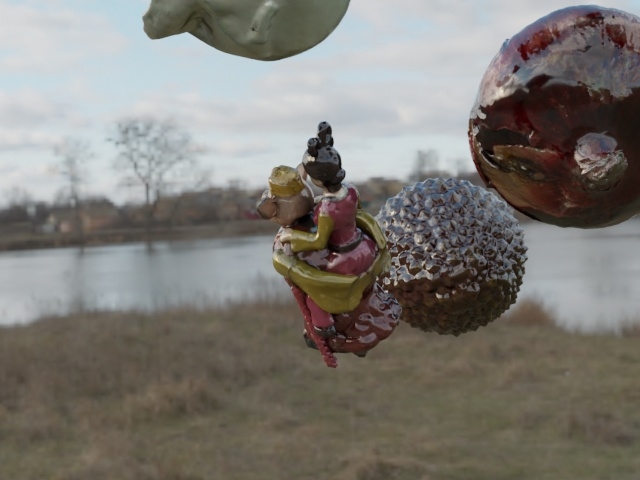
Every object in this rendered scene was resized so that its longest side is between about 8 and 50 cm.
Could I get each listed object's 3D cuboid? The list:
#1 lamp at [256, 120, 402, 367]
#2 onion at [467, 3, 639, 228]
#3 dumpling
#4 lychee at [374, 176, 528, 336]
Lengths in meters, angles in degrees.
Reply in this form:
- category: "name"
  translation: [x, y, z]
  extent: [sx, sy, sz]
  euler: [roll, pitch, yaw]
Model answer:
- category: "lamp"
  translation: [0.000, 0.000, 1.112]
  extent: [0.118, 0.253, 0.118]
  euler: [-16, 32, 11]
- category: "onion"
  translation: [0.291, -0.114, 1.255]
  extent: [0.272, 0.272, 0.195]
  euler: [-3, 33, 15]
- category: "dumpling"
  translation: [-0.056, -0.198, 0.863]
  extent: [0.151, 0.124, 0.229]
  euler: [-15, -1, -33]
- category: "lychee"
  translation: [0.180, 0.026, 1.596]
  extent: [0.236, 0.236, 0.271]
  euler: [-3, 15, -2]
